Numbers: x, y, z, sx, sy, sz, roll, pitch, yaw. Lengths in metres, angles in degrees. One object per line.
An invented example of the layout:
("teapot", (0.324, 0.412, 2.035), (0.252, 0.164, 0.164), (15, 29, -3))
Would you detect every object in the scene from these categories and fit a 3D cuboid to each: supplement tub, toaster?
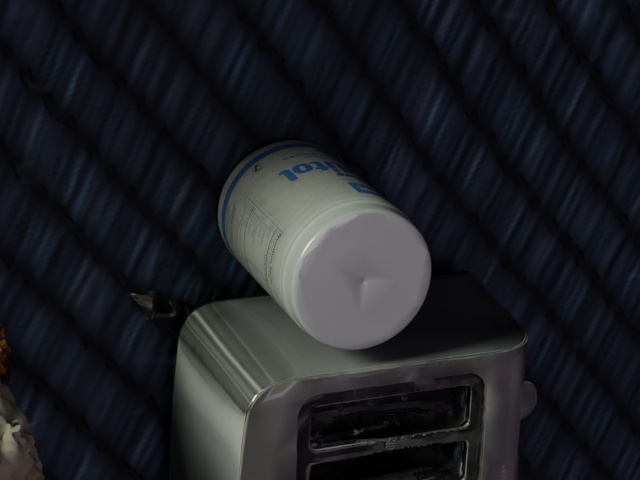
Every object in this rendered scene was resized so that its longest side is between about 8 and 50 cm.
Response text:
("supplement tub", (0.000, 0.000, 0.894), (0.071, 0.107, 0.071), (-8, 113, -21))
("toaster", (0.009, 0.110, 0.940), (0.186, 0.110, 0.168), (-6, 111, -21))

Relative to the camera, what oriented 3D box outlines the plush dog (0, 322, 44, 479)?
("plush dog", (-0.227, 0.111, 0.797), (0.225, 0.262, 0.210), (-2, 144, -11))
